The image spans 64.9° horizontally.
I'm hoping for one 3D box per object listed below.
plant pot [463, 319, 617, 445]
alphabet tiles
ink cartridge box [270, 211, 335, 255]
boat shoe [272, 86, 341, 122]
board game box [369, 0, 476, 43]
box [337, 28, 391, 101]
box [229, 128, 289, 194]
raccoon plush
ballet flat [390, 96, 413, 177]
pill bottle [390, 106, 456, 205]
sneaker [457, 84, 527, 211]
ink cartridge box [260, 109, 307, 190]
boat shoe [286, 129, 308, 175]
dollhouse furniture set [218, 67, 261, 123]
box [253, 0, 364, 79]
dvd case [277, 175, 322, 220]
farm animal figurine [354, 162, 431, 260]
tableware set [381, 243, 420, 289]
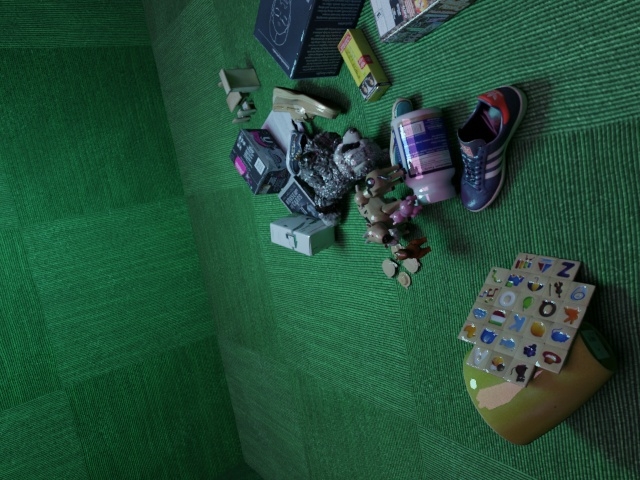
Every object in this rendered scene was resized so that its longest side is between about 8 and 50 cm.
[{"bbox_3d":[0.563,0.326,1.260,0.293,0.275,0.274,-46,64,37],"label":"plant pot"},{"bbox_3d":[0.506,0.186,1.260,0.011,0.342,0.285,40,164,-33],"label":"alphabet tiles"},{"bbox_3d":[-0.071,-0.030,2.058,0.219,0.160,0.092,18,122,36],"label":"ink cartridge box"},{"bbox_3d":[-0.057,-0.499,1.908,0.341,0.122,0.110,30,115,41],"label":"boat shoe"},{"bbox_3d":[0.271,-0.700,1.337,0.291,0.141,0.232,-12,93,57],"label":"board game box"},{"bbox_3d":[0.142,-0.578,1.659,0.087,0.058,0.232,-42,68,55],"label":"box"},{"bbox_3d":[-0.253,-0.339,2.145,0.247,0.142,0.163,54,133,24],"label":"box"},{"bbox_3d":[0.122,-0.212,1.811,0.299,0.216,0.446,23,153,34],"label":"raccoon plush"},{"bbox_3d":[0.257,-0.326,1.592,0.086,0.086,0.248,25,122,50],"label":"ballet flat"},{"bbox_3d":[0.306,-0.240,1.470,0.153,0.153,0.264,-8,96,57],"label":"pill bottle"},{"bbox_3d":[0.412,-0.229,1.320,0.131,0.148,0.350,39,134,42],"label":"sneaker"},{"bbox_3d":[-0.130,-0.408,2.136,0.330,0.071,0.324,-43,68,51],"label":"ink cartridge box"},{"bbox_3d":[-0.088,-0.341,1.988,0.083,0.065,0.183,26,123,48],"label":"boat shoe"},{"bbox_3d":[-0.406,-0.689,2.343,0.242,0.161,0.212,-34,75,56],"label":"dollhouse furniture set"},{"bbox_3d":[-0.038,-0.796,1.697,0.293,0.212,0.395,55,142,26],"label":"box"},{"bbox_3d":[-0.069,-0.141,2.128,0.238,0.029,0.179,50,145,1],"label":"dvd case"},{"bbox_3d":[0.188,-0.081,1.542,0.327,0.172,0.330,-119,5,-69],"label":"farm animal figurine"},{"bbox_3d":[0.282,0.087,1.772,0.141,0.020,0.168,48,138,32],"label":"tableware set"}]
